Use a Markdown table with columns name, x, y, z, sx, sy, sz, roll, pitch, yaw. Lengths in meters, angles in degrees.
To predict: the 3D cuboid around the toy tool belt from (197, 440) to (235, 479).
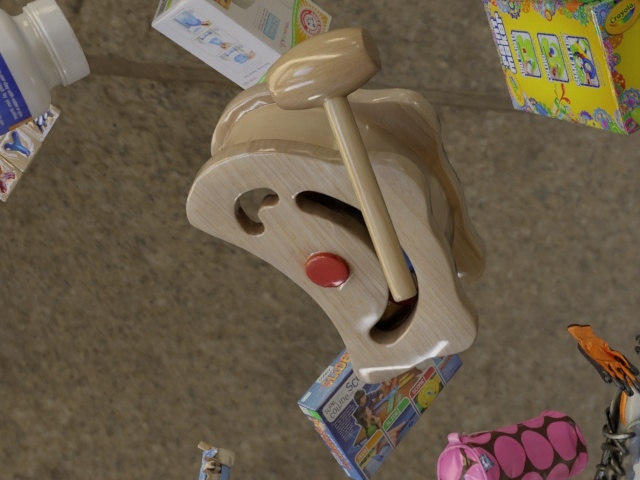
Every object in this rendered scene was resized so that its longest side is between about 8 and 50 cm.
| name | x | y | z | sx | sy | sz | roll | pitch | yaw |
| --- | --- | --- | --- | --- | --- | --- | --- | --- | --- |
| toy tool belt | -0.154 | 0.324 | 1.541 | 0.051 | 0.083 | 0.052 | 25 | 136 | -22 |

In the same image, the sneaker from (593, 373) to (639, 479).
| name | x | y | z | sx | sy | sz | roll | pitch | yaw |
| --- | --- | --- | --- | --- | --- | --- | --- | --- | --- |
| sneaker | 0.249 | 0.171 | 0.850 | 0.108 | 0.100 | 0.271 | 28 | 101 | -17 |

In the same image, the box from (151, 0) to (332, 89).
| name | x | y | z | sx | sy | sz | roll | pitch | yaw |
| --- | --- | --- | --- | --- | --- | --- | --- | --- | --- |
| box | -0.099 | -0.286 | 1.436 | 0.203 | 0.103 | 0.114 | 32 | 56 | -30 |

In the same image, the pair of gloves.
| name | x | y | z | sx | sy | sz | roll | pitch | yaw |
| --- | --- | --- | --- | --- | --- | --- | --- | --- | --- |
| pair of gloves | 0.215 | 0.081 | 0.748 | 0.083 | 0.074 | 0.010 | 8 | 119 | -21 |

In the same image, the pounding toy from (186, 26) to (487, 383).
| name | x | y | z | sx | sy | sz | roll | pitch | yaw |
| --- | --- | --- | --- | --- | --- | --- | --- | --- | --- |
| pounding toy | 0.000 | 0.000 | 0.681 | 0.154 | 0.155 | 0.269 | -9 | 130 | 22 |

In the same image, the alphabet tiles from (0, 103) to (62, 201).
| name | x | y | z | sx | sy | sz | roll | pitch | yaw |
| --- | --- | --- | --- | --- | --- | --- | --- | --- | --- |
| alphabet tiles | -0.567 | -0.228 | 1.679 | 0.342 | 0.011 | 0.285 | 38 | 105 | 6 |

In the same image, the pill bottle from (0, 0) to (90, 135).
| name | x | y | z | sx | sy | sz | roll | pitch | yaw |
| --- | --- | --- | --- | --- | --- | --- | --- | --- | --- |
| pill bottle | -0.436 | -0.199 | 1.384 | 0.272 | 0.152 | 0.152 | -28 | 117 | -12 |

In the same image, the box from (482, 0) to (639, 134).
| name | x | y | z | sx | sy | sz | roll | pitch | yaw |
| --- | --- | --- | --- | --- | --- | --- | --- | --- | --- |
| box | 0.427 | -0.294 | 1.492 | 0.290 | 0.279 | 0.177 | -27 | 111 | -14 |

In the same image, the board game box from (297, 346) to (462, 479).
| name | x | y | z | sx | sy | sz | roll | pitch | yaw |
| --- | --- | --- | --- | --- | --- | --- | --- | --- | --- |
| board game box | 0.075 | 0.168 | 1.306 | 0.201 | 0.035 | 0.136 | -46 | 124 | -24 |

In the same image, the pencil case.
| name | x | y | z | sx | sy | sz | roll | pitch | yaw |
| --- | --- | --- | --- | --- | --- | --- | --- | --- | --- |
| pencil case | 0.242 | 0.270 | 1.375 | 0.209 | 0.095 | 0.098 | -5 | 71 | -43 |
